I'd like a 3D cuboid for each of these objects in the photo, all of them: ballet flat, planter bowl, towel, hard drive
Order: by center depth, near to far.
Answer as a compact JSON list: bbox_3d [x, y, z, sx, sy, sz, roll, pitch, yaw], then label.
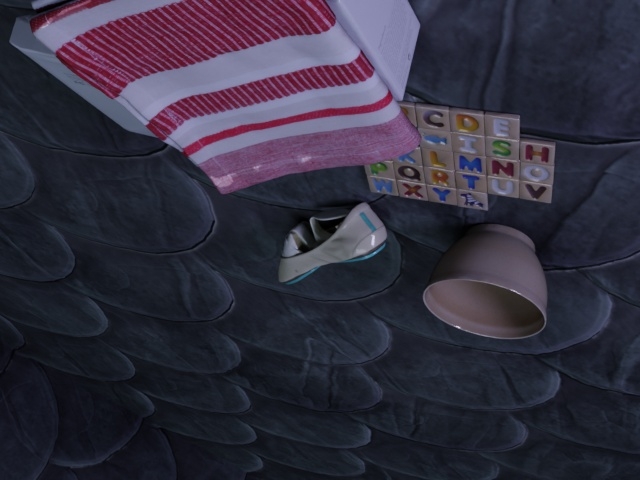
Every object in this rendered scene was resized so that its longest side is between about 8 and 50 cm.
[{"bbox_3d":[-0.072,-0.142,0.836,0.237,0.037,0.329,-11,153,23],"label":"towel"},{"bbox_3d":[-0.187,-0.165,1.034,0.203,0.040,0.307,14,174,11],"label":"hard drive"},{"bbox_3d":[0.227,0.047,1.204,0.162,0.109,0.162,15,152,8],"label":"planter bowl"},{"bbox_3d":[0.000,0.000,1.317,0.086,0.086,0.248,33,149,-26],"label":"ballet flat"}]

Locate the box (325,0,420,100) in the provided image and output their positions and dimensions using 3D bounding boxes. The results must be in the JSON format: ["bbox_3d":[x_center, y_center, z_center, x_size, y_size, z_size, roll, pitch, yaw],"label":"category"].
[{"bbox_3d":[0.002,-0.212,0.856,0.130,0.091,0.170,6,160,26],"label":"box"}]

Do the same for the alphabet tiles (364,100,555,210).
[{"bbox_3d":[0.160,-0.097,1.090,0.237,0.009,0.198,10,152,18],"label":"alphabet tiles"}]
